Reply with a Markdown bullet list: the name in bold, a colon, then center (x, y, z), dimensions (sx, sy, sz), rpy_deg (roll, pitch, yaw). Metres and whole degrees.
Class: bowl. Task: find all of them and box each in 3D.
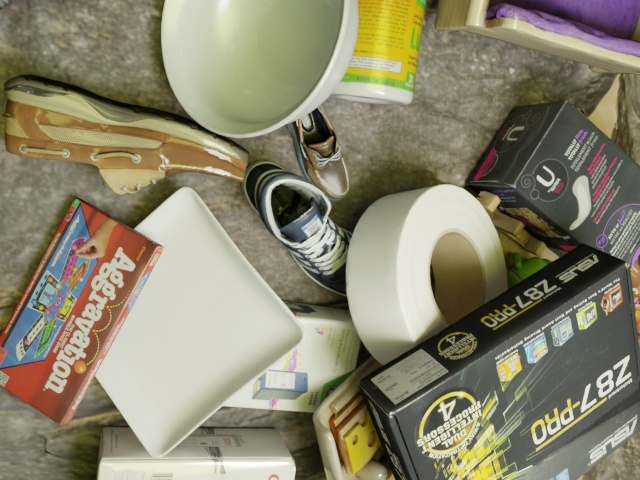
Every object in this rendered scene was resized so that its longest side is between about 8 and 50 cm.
- **bowl**: center (-0.060, -0.279, 0.877), dimensions (0.134, 0.298, 0.297), rpy_deg (-2, 104, -57)

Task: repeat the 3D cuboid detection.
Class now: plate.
- **plate**: center (-0.203, 0.112, 0.927), dimensions (0.277, 0.045, 0.278), rpy_deg (-40, 81, 5)

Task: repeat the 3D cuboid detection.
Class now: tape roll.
- **tape roll**: center (0.169, 0.061, 0.996), dimensions (0.286, 0.100, 0.286), rpy_deg (9, 77, -44)

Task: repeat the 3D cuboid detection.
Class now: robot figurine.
- **robot figurine**: center (0.357, 0.072, 1.140), dimensions (0.115, 0.067, 0.101), rpy_deg (-25, 114, -11)

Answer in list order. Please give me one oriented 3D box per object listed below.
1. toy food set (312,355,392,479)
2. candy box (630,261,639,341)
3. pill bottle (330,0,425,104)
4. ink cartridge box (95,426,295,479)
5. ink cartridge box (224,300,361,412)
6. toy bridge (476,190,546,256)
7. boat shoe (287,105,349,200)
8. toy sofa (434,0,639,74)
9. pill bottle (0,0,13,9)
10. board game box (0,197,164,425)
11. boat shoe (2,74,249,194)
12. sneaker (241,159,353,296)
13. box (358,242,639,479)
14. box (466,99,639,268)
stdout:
- **toy food set**: center (0.115, 0.297, 1.026), dimensions (0.306, 0.093, 0.219), rpy_deg (-34, 119, -44)
- **candy box**: center (0.548, 0.098, 1.212), dimensions (0.109, 0.053, 0.186), rpy_deg (-42, 110, -6)
- **pill bottle**: center (0.080, -0.326, 0.946), dimensions (0.137, 0.136, 0.245), rpy_deg (4, 99, -18)
- **ink cartridge box**: center (-0.199, 0.403, 1.005), dimensions (0.283, 0.117, 0.207), rpy_deg (6, 98, -17)
- **ink cartridge box**: center (-0.056, 0.177, 1.021), dimensions (0.213, 0.093, 0.154), rpy_deg (10, 97, -17)
- **toy bridge**: center (0.312, -0.029, 1.109), dimensions (0.188, 0.063, 0.026), rpy_deg (34, 88, -39)
- **boat shoe**: center (-0.003, -0.139, 0.992), dimensions (0.066, 0.066, 0.183), rpy_deg (-32, 107, -9)
- **toy sofa**: center (0.372, -0.355, 0.985), dimensions (0.363, 0.177, 0.150), rpy_deg (6, 102, -24)
- **pill bottle**: center (-0.416, -0.371, 0.748), dimensions (0.363, 0.210, 0.210), rpy_deg (-39, 108, -7)
- **board game box**: center (-0.346, 0.097, 0.917), dimensions (0.145, 0.027, 0.281), rpy_deg (29, 91, 10)
- **boat shoe**: center (-0.263, -0.127, 0.897), dimensions (0.324, 0.122, 0.119), rpy_deg (15, 101, -11)
- **sneaker**: center (0.000, 0.000, 0.972), dimensions (0.099, 0.153, 0.282), rpy_deg (-46, 109, -4)
- **box**: center (0.275, 0.232, 0.927), dimensions (0.395, 0.097, 0.318), rpy_deg (-28, 120, -16)
- **box**: center (0.409, -0.083, 1.086), dimensions (0.270, 0.143, 0.165), rpy_deg (35, 86, -19)
